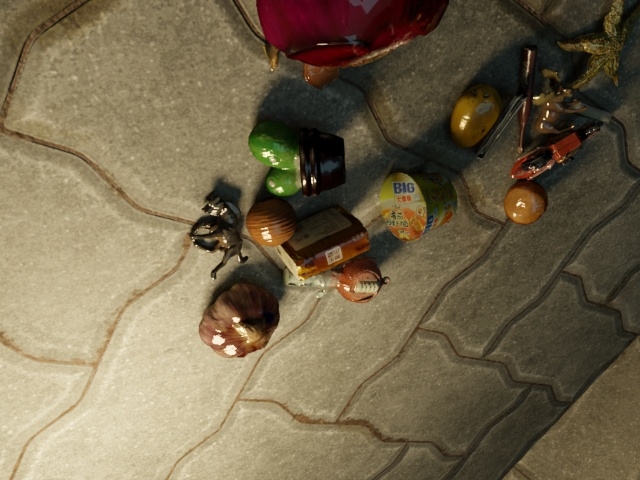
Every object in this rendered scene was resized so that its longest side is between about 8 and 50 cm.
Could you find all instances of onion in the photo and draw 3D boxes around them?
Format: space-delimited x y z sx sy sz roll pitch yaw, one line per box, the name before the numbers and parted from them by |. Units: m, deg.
onion | 0.055 -0.566 1.113 0.399 0.398 0.419 -16 105 -20

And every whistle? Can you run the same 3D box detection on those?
whistle | 0.059 0.116 1.712 0.347 0.133 0.142 4 128 -23

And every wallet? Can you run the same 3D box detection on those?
wallet | 0.529 -0.337 1.655 0.222 0.036 0.167 -58 174 16

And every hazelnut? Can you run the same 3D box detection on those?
hazelnut | 0.692 -0.133 1.907 0.151 0.150 0.150 -15 127 -21

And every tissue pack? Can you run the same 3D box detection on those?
tissue pack | 0.000 0.000 1.555 0.226 0.183 0.091 -23 128 -16

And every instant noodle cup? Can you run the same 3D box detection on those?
instant noodle cup | 0.291 -0.110 1.653 0.153 0.205 0.204 -15 128 -33

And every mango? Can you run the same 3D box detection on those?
mango | 0.444 -0.352 1.620 0.138 0.098 0.195 0 125 -17

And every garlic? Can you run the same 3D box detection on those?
garlic | -0.218 0.239 1.609 0.245 0.160 0.244 -22 130 -28

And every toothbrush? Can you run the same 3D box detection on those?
toothbrush | 0.627 -0.418 1.721 0.041 0.041 0.363 -23 131 -15

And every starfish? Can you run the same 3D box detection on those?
starfish | 0.863 -0.611 1.709 0.348 0.078 0.357 -18 128 -15

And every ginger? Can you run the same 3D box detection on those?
ginger | -0.114 -0.438 1.292 0.048 0.030 0.097 -30 141 -47

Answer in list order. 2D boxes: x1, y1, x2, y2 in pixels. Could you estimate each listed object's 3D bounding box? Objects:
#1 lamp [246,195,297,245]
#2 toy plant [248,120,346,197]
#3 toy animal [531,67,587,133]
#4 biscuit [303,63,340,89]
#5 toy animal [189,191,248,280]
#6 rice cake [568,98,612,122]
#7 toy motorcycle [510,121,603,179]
lamp | -0.128 -0.049 1.480 0.137 0.136 0.136 -15 127 -21
toy plant | -0.055 -0.201 1.407 0.235 0.175 0.217 -3 133 2
toy animal | 0.719 -0.417 1.733 0.186 0.093 0.214 8 135 -8
biscuit | 0.008 -0.433 1.371 0.102 0.019 0.130 0 122 -28
toy animal | -0.257 -0.008 1.469 0.148 0.084 0.232 -28 127 -12
rice cake | 0.899 -0.429 1.875 0.207 0.036 0.047 5 106 -32
toy motorcycle | 0.766 -0.292 1.819 0.298 0.171 0.089 -30 95 -5
